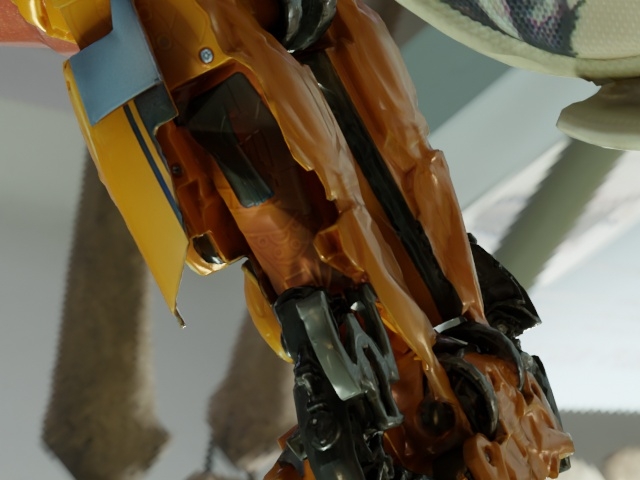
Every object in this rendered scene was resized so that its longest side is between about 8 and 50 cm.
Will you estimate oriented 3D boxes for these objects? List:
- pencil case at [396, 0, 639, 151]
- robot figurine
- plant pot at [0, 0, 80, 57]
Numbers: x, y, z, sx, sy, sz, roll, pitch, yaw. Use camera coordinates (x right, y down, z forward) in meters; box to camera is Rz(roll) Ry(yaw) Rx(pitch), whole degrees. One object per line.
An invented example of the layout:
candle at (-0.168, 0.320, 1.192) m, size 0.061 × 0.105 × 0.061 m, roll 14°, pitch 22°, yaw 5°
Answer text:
pencil case at (0.131, -0.217, 0.487) m, size 0.183 × 0.160 × 0.410 m, roll 44°, pitch -118°, yaw -18°
robot figurine at (0.000, 0.000, 0.671) m, size 0.291 × 0.085 × 0.211 m, roll 64°, pitch -156°, yaw -3°
plant pot at (-0.221, -0.227, 1.101) m, size 0.272 × 0.265 × 0.272 m, roll -2°, pitch -90°, yaw -80°
